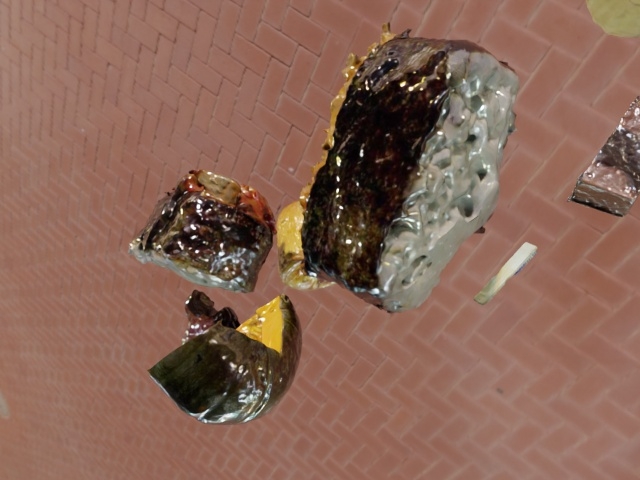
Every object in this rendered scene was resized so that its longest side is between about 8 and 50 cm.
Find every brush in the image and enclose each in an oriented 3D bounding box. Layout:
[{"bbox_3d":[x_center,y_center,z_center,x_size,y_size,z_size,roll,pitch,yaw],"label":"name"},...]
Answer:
[{"bbox_3d":[0.412,0.077,0.990,0.178,0.030,0.033,-47,46,-1],"label":"brush"}]

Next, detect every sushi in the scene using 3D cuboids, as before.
[{"bbox_3d":[0.112,-0.082,0.587,0.207,0.234,0.349,27,95,41],"label":"sushi"},{"bbox_3d":[-0.204,-0.019,0.757,0.343,0.196,0.182,0,74,58],"label":"sushi"}]

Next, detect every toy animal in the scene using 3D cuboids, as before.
[{"bbox_3d":[-0.227,0.188,0.848,0.218,0.116,0.180,-34,84,44],"label":"toy animal"}]

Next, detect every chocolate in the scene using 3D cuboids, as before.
[{"bbox_3d":[0.647,-0.194,0.908,0.112,0.112,0.321,35,85,27],"label":"chocolate"}]

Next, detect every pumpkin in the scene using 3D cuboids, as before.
[{"bbox_3d":[-0.080,0.136,0.486,0.119,0.183,0.108,-44,79,30],"label":"pumpkin"}]

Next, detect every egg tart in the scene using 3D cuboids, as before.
[{"bbox_3d":[0.000,0.000,0.928,0.202,0.202,0.147,-37,56,36],"label":"egg tart"}]

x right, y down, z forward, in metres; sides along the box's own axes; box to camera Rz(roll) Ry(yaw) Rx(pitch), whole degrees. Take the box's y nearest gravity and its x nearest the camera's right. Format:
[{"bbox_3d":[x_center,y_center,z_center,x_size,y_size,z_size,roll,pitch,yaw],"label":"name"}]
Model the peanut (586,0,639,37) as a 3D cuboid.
[{"bbox_3d":[0.238,-0.195,0.299,0.082,0.187,0.082,3,98,20],"label":"peanut"}]
